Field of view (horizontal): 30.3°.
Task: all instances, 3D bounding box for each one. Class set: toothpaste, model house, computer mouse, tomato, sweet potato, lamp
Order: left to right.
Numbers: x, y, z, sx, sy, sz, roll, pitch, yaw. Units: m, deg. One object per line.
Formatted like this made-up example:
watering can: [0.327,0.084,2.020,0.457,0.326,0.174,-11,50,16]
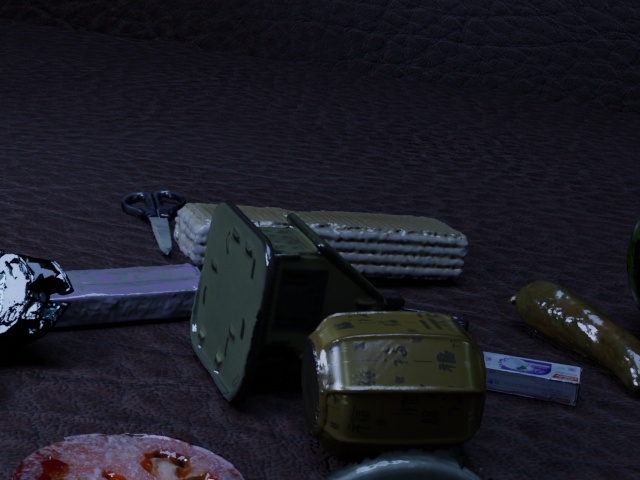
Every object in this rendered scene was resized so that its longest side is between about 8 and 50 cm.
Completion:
computer mouse: [-0.409,0.077,1.423,0.241,0.147,0.077,-3,-25,12]
tomato: [-0.161,0.251,1.024,0.224,0.085,0.225,7,17,-2]
model house: [0.008,0.079,1.432,0.278,0.205,0.218,5,18,-23]
lamp: [0.076,0.154,1.266,0.185,0.161,0.161,2,19,-10]
toothpaste: [0.218,0.163,1.445,0.196,0.040,0.047,8,23,11]
sweet potato: [0.354,0.124,1.557,0.075,0.075,0.273,-7,27,-31]

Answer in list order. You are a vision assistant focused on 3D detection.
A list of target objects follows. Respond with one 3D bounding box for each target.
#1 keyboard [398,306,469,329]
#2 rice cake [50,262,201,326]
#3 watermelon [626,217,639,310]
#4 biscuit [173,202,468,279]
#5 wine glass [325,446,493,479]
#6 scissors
keyboard: [0.103,0.105,1.628,0.198,0.010,0.063,10,21,15]
rice cake: [-0.288,0.074,1.558,0.297,0.050,0.106,-3,20,-23]
watermelon: [0.543,0.032,1.593,0.268,0.269,0.269,4,19,-2]
biscuit: [0.000,0.000,1.752,0.425,0.079,0.144,4,13,-21]
wine glass: [0.078,0.299,0.672,0.190,0.191,0.357,0,34,-15]
scissors: [-0.259,-0.029,1.910,0.109,0.022,0.300,-3,21,-13]
